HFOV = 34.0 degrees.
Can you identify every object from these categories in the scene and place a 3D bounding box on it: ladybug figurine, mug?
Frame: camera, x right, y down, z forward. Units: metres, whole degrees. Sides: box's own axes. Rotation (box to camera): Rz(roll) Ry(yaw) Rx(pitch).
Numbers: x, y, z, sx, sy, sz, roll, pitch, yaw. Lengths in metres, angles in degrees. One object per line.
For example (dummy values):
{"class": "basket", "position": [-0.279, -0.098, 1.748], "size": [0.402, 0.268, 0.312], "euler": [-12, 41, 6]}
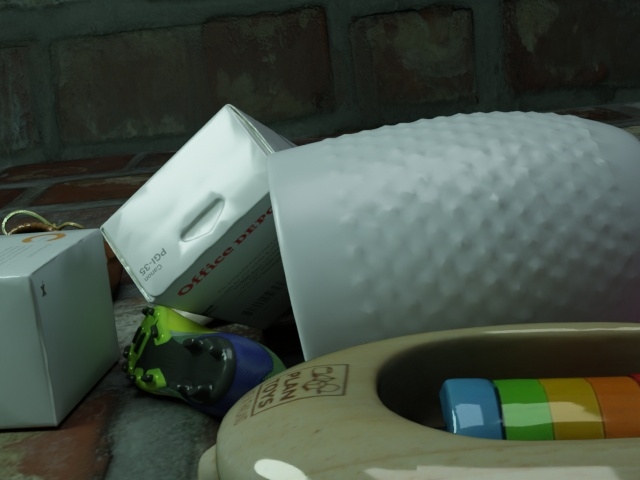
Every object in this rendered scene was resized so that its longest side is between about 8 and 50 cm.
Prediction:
{"class": "ladybug figurine", "position": [0.150, 0.159, 0.652], "size": [0.449, 0.162, 0.305], "euler": [-1, 13, 5]}
{"class": "mug", "position": [0.136, -0.007, 1.003], "size": [0.328, 0.276, 0.374], "euler": [-13, 31, 1]}

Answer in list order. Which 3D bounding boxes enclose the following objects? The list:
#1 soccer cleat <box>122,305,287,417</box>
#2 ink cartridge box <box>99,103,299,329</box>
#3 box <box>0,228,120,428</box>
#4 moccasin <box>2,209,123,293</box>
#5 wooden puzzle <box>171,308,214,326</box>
{"class": "soccer cleat", "position": [-0.126, 0.135, 1.126], "size": [0.121, 0.093, 0.289], "euler": [22, -6, -29]}
{"class": "ink cartridge box", "position": [-0.083, -0.017, 1.205], "size": [0.207, 0.117, 0.283], "euler": [-43, -23, 10]}
{"class": "box", "position": [-0.430, 0.099, 1.171], "size": [0.345, 0.168, 0.215], "euler": [-4, 13, 9]}
{"class": "moccasin", "position": [-0.391, 0.030, 1.461], "size": [0.139, 0.147, 0.380], "euler": [-3, 5, 22]}
{"class": "wooden puzzle", "position": [-0.114, -0.026, 1.516], "size": [0.322, 0.080, 0.348], "euler": [-33, 20, -9]}
